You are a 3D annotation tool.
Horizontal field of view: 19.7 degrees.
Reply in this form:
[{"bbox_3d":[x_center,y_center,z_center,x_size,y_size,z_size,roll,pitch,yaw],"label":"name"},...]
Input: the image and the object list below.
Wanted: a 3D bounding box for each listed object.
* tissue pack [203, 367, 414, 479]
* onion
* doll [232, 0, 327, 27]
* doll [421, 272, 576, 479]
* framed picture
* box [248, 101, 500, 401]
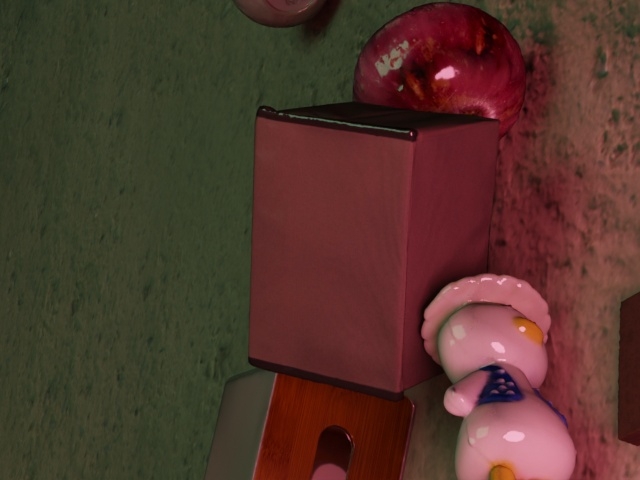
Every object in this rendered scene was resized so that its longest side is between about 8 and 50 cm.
[{"bbox_3d":[-0.026,0.259,1.831,0.136,0.159,0.246,-20,55,61],"label":"tissue pack"},{"bbox_3d":[0.116,-0.155,1.833,0.153,0.177,0.177,34,104,35],"label":"onion"},{"bbox_3d":[-0.071,-0.378,2.430,0.151,0.151,0.287,-62,22,16],"label":"doll"},{"bbox_3d":[0.157,0.131,1.583,0.119,0.138,0.293,-53,25,27],"label":"doll"},{"bbox_3d":[0.298,0.079,1.462,0.168,0.023,0.128,-36,40,50],"label":"framed picture"},{"bbox_3d":[0.048,-0.001,1.721,0.188,0.153,0.252,11,107,35],"label":"box"}]
